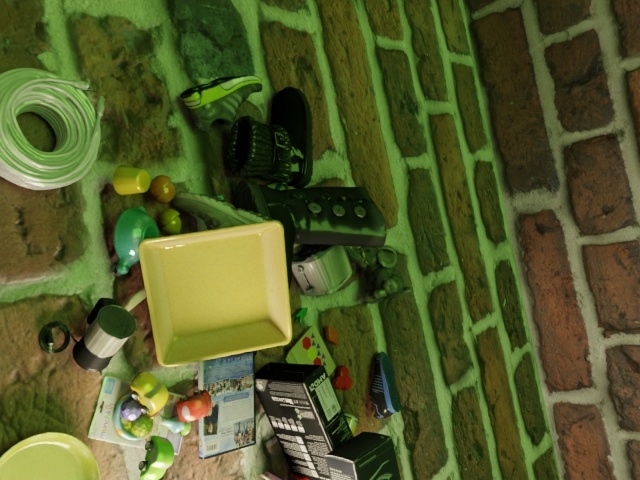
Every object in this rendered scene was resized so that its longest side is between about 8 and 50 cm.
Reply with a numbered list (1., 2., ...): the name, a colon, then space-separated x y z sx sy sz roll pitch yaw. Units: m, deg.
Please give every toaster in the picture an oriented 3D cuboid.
1. toaster: 0.009 0.076 1.886 0.227 0.129 0.146 -40 116 -49

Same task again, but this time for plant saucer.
1. plant saucer: -0.553 0.501 1.186 0.241 0.037 0.240 15 71 -48
2. plant saucer: -0.248 0.118 1.460 0.333 0.081 0.332 -9 111 -15

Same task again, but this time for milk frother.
1. milk frother: -0.488 0.194 1.258 0.143 0.134 0.129 -7 56 -53

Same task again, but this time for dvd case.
1. dvd case: -0.241 0.422 1.570 0.180 0.022 0.252 3 83 -49

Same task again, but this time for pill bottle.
1. pill bottle: 0.071 0.605 1.878 0.065 0.065 0.116 48 48 -31

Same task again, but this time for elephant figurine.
1. elephant figurine: 0.191 0.087 2.090 0.186 0.169 0.239 43 27 -72

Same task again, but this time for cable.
1. cable: -0.595 -0.235 1.273 0.257 0.089 0.257 14 71 -47

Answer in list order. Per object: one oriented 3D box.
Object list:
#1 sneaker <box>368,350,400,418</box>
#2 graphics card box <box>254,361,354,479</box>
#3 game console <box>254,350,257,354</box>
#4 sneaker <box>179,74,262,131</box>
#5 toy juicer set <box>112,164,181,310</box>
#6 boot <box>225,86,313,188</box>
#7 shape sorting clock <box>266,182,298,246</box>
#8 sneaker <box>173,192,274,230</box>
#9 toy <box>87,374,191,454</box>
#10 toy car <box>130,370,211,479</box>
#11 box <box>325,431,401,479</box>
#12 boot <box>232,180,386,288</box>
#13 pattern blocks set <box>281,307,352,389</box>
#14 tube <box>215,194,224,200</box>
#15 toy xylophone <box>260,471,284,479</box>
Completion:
1. sneaker: 0.204 0.494 2.062 0.081 0.090 0.232 38 33 -37
2. graphics card box: -0.029 0.515 1.650 0.094 0.233 0.370 -34 107 -41
3. game console: -0.204 0.253 1.621 0.144 0.085 0.124 7 76 -49
4. sneaker: -0.269 -0.392 1.702 0.300 0.111 0.121 -35 124 -46
5. toy juicer set: -0.420 -0.010 1.446 0.209 0.090 0.328 -5 98 -71
6. boot: -0.152 -0.329 1.777 0.260 0.131 0.347 11 63 -42
7. shape sorting clock: -0.114 -0.076 1.839 0.206 0.040 0.206 13 72 -43
8. sneaker: -0.256 -0.043 1.526 0.105 0.281 0.115 -1 112 -77
9. toy: -0.395 0.403 1.381 0.237 0.056 0.136 32 57 -41
10. toy car: -0.343 0.427 1.356 0.239 0.053 0.224 35 58 -45
11. box: 0.118 0.618 1.539 0.153 0.108 0.207 -14 94 -42
12. boot: 0.000 -0.002 1.738 0.445 0.146 0.366 3 61 -37
13. pattern blocks set: -0.026 0.371 1.849 0.285 0.026 0.324 -32 106 -49
14. tube: -0.260 -0.020 1.655 0.080 0.052 0.207 -26 97 -63
15. toy xylophone: -0.158 0.760 1.557 0.236 0.081 0.322 50 47 -30
